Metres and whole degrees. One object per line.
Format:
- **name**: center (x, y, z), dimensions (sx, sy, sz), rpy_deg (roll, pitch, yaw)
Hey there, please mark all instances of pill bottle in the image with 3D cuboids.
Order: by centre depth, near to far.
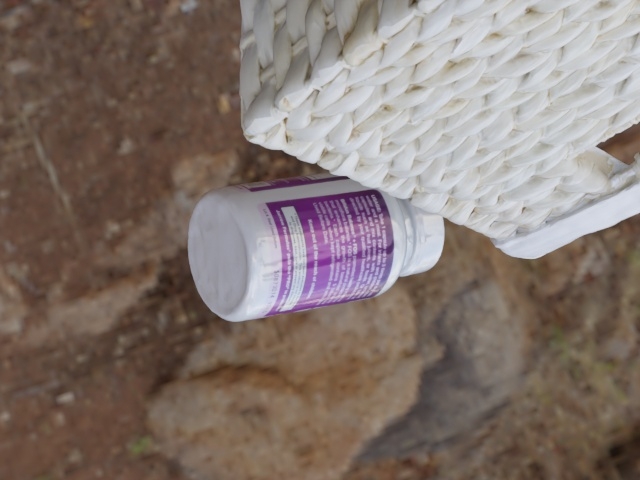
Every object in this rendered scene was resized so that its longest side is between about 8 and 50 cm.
- **pill bottle**: center (0.000, 0.000, 2.195), dimensions (0.301, 0.169, 0.169), rpy_deg (-9, 154, -32)

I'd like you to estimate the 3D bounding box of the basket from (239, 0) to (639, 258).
- **basket**: center (0.138, -0.216, 1.088), dimensions (0.266, 0.331, 0.328), rpy_deg (19, 147, -33)
